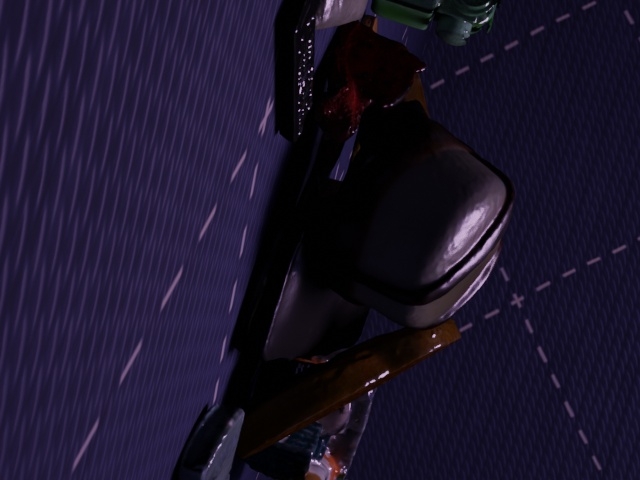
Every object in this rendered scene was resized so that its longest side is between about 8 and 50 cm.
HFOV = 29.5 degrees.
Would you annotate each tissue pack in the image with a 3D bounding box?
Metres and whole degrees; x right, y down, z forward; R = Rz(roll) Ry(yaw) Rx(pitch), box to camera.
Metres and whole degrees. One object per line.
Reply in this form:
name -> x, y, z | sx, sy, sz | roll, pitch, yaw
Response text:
tissue pack -> 0.000, 0.000, 1.802 | 0.169, 0.082, 0.120 | 101, 12, -54

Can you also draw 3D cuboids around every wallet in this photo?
wallet -> 0.005, 0.069, 1.672 | 0.377, 0.051, 0.197 | 3, 108, -67

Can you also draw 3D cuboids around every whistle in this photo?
whistle -> -0.131, 0.399, 1.545 | 0.405, 0.188, 0.168 | 70, 28, -22

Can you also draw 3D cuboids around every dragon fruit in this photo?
dragon fruit -> 0.049, -0.178, 1.537 | 0.092, 0.122, 0.192 | 117, -4, -45

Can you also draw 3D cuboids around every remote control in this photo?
remote control -> -0.023, -0.176, 1.235 | 0.245, 0.025, 0.063 | 94, 19, -68

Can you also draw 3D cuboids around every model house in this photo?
model house -> -0.025, 0.304, 2.028 | 0.301, 0.190, 0.271 | -3, 113, -84

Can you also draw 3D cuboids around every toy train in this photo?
toy train -> 0.178, -0.401, 1.692 | 0.132, 0.188, 0.243 | 95, 15, -86

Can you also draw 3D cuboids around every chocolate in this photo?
chocolate -> 0.140, -0.015, 1.574 | 0.284, 0.186, 0.284 | -54, 159, -31

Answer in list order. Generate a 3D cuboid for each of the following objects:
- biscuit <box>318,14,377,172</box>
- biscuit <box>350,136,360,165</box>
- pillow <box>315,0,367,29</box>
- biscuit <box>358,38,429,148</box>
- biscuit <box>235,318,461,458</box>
biscuit -> 0.041, -0.212, 1.805 | 0.144, 0.040, 0.236 | -52, 158, -61
biscuit -> 0.092, -0.184, 2.421 | 0.183, 0.039, 0.174 | -66, 170, -54
pillow -> 0.039, -0.328, 1.242 | 0.148, 0.050, 0.230 | -55, 162, -66
biscuit -> 0.107, -0.121, 1.886 | 0.314, 0.063, 0.368 | 126, -45, -70
biscuit -> 0.042, 0.195, 1.779 | 0.350, 0.070, 0.394 | -36, 169, 37
